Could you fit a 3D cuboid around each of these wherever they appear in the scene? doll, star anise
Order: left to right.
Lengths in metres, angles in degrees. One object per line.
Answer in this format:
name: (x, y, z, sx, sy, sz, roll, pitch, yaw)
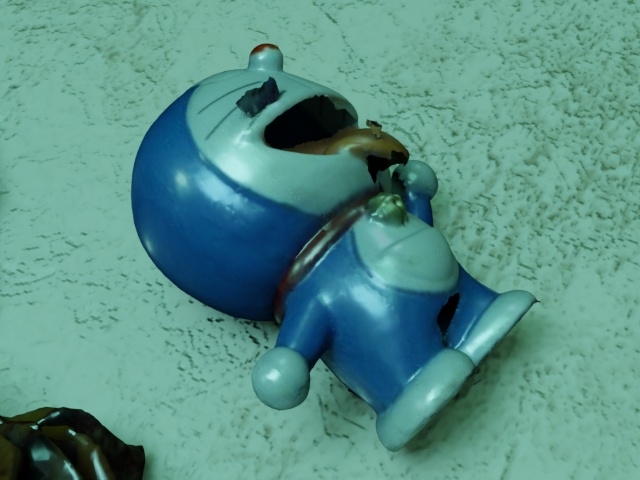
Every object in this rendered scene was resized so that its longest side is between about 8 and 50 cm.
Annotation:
star anise: (-0.203, 0.128, 0.503, 0.220, 0.190, 0.126, 23, 97, 0)
doll: (0.000, 0.000, 0.570, 0.257, 0.161, 0.215, 38, 40, 17)
